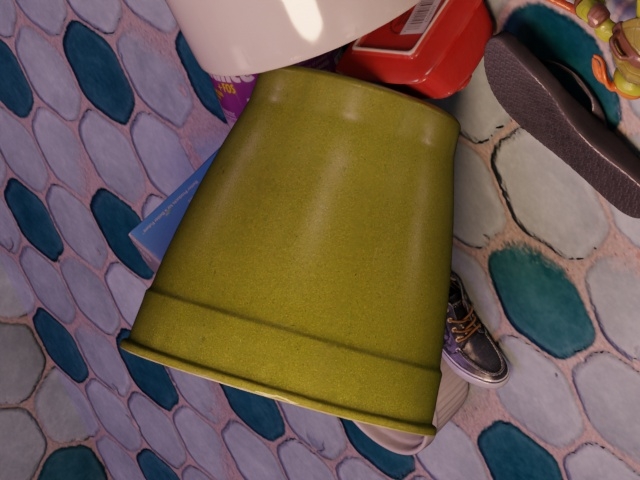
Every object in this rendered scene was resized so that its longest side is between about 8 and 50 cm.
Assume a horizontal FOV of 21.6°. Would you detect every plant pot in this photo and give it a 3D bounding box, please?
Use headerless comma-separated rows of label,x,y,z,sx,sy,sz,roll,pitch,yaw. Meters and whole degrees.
plant pot,0.000,0.000,1.882,0.366,0.353,0.366,16,177,1

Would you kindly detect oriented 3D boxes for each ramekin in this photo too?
ramekin,0.107,0.180,2.295,0.207,0.109,0.207,36,145,30

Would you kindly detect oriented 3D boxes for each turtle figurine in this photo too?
turtle figurine,0.313,-0.206,1.609,0.269,0.087,0.217,44,149,18

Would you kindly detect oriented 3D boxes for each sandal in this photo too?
sandal,0.272,-0.129,1.799,0.254,0.054,0.097,45,158,-3

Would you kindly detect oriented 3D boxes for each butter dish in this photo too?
butter dish,0.125,-0.211,1.848,0.160,0.160,0.118,12,153,51

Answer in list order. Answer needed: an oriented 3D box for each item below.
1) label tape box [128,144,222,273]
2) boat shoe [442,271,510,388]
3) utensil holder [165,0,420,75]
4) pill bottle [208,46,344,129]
label tape box,-0.040,0.030,2.190,0.347,0.249,0.115,40,166,22
boat shoe,0.178,0.109,2.159,0.183,0.065,0.083,45,151,19
utensil holder,-0.066,-0.407,1.717,0.327,0.327,0.385,7,128,53
pill bottle,-0.078,-0.283,2.018,0.169,0.169,0.301,15,132,49
